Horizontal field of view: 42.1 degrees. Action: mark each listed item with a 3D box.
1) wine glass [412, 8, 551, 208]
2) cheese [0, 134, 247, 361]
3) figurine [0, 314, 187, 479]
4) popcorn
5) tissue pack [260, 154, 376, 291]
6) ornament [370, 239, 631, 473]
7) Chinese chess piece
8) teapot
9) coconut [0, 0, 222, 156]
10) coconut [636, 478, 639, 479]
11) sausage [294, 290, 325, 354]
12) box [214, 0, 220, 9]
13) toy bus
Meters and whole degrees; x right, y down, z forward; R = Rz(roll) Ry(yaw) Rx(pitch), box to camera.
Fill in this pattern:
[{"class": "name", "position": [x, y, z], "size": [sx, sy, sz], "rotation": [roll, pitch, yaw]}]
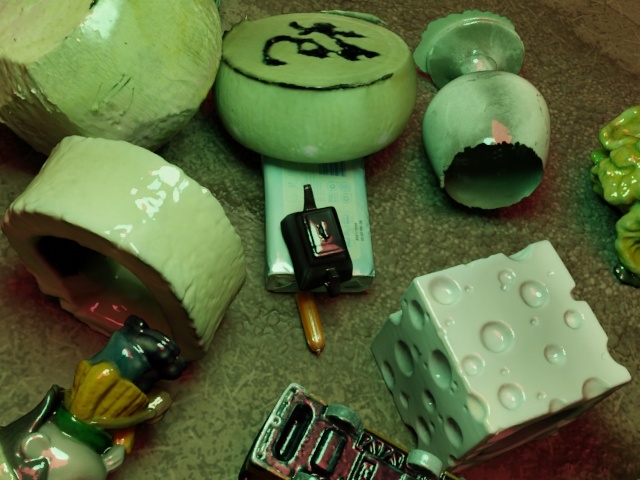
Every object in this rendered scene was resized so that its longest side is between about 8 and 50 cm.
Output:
[{"class": "wine glass", "position": [0.288, -0.228, 1.489], "size": [0.237, 0.238, 0.323], "rotation": [8, 48, -10]}, {"class": "cheese", "position": [-0.262, 0.021, 1.158], "size": [0.292, 0.332, 0.153], "rotation": [12, 54, 24]}, {"class": "figurine", "position": [-0.325, 0.246, 1.059], "size": [0.204, 0.185, 0.332], "rotation": [18, 66, 12]}, {"class": "popcorn", "position": [0.613, -0.116, 1.501], "size": [0.292, 0.237, 0.293], "rotation": [9, 58, -14]}, {"class": "tissue pack", "position": [-0.008, -0.043, 1.383], "size": [0.177, 0.089, 0.263], "rotation": [1, 62, -11]}, {"class": "ornament", "position": [0.251, 0.180, 1.230], "size": [0.239, 0.239, 0.240], "rotation": [-15, 65, -22]}, {"class": "Chinese chess piece", "position": [-0.010, -0.271, 1.407], "size": [0.349, 0.147, 0.349], "rotation": [2, 36, -1]}, {"class": "teapot", "position": [0.000, 0.000, 1.255], "size": [0.087, 0.096, 0.177], "rotation": [-11, 70, -15]}, {"class": "coconut", "position": [-0.338, -0.300, 1.294], "size": [0.404, 0.405, 0.405], "rotation": [7, 59, -11]}, {"class": "coconut", "position": [0.440, 0.446, 1.151], "size": [0.221, 0.202, 0.202], "rotation": [-14, 65, -24]}, {"class": "sausage", "position": [-0.014, 0.131, 1.312], "size": [0.031, 0.031, 0.107], "rotation": [-8, 62, -19]}, {"class": "box", "position": [-0.221, -0.509, 1.571], "size": [0.086, 0.129, 0.225], "rotation": [11, 59, -9]}, {"class": "toy bus", "position": [0.033, 0.327, 1.133], "size": [0.275, 0.167, 0.139], "rotation": [30, 58, -2]}]
